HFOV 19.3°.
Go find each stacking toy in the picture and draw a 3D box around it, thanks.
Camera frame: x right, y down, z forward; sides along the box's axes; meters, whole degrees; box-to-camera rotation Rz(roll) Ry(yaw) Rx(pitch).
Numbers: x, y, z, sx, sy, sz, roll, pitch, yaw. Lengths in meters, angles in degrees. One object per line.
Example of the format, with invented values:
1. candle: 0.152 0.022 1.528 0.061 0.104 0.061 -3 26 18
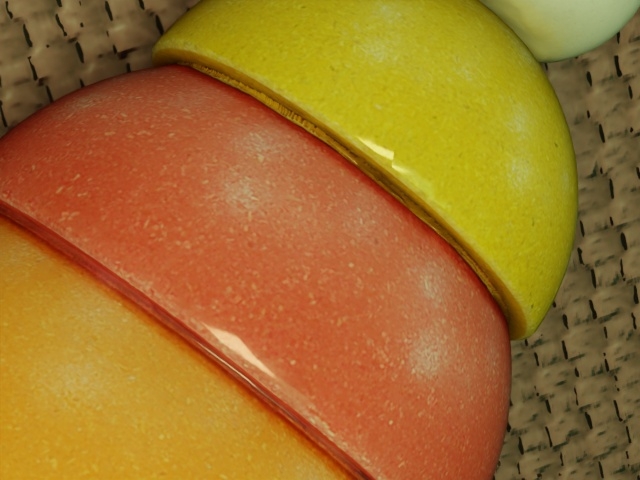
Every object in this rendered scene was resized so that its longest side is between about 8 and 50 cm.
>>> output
1. stacking toy: 0.000 0.000 0.832 0.350 0.351 0.480 45 77 -25
